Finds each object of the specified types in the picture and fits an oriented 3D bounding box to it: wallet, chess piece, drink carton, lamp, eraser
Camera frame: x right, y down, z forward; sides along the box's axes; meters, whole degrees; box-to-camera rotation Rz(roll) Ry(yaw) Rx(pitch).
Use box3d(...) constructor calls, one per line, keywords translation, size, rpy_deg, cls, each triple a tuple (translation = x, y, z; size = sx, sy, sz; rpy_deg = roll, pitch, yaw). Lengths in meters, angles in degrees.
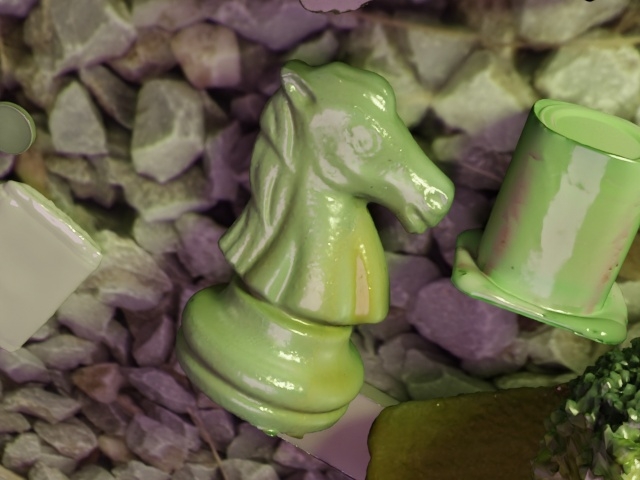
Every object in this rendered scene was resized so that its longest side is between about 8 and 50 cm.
box3d(translation=(-0.301, 0.025, 1.081), size=(0.124, 0.032, 0.183), rpy_deg=(40, 120, -11), cls="wallet")
box3d(translation=(0.000, 0.000, 0.935), size=(0.175, 0.176, 0.298), rpy_deg=(23, 110, 0), cls="chess piece")
box3d(translation=(0.195, -0.025, 0.869), size=(0.146, 0.144, 0.142), rpy_deg=(18, 113, 3), cls="drink carton")
box3d(translation=(-0.360, -0.095, 1.015), size=(0.198, 0.056, 0.050), rpy_deg=(-1, 117, 11), cls="lamp")
box3d(translation=(0.016, 0.176, 1.094), size=(0.150, 0.023, 0.104), rpy_deg=(30, 123, -5), cls="eraser")

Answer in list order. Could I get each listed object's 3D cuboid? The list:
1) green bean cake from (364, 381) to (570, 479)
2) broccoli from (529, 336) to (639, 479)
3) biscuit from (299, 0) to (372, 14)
box3d(translation=(0.162, 0.257, 0.977), size=(0.236, 0.233, 0.124), rpy_deg=(-7, 148, 9), cls="green bean cake")
box3d(translation=(0.289, 0.235, 0.774), size=(0.274, 0.353, 0.397), rpy_deg=(-4, 117, -4), cls="broccoli")
box3d(translation=(-0.017, -0.321, 0.794), size=(0.099, 0.038, 0.323), rpy_deg=(-12, 117, 16), cls="biscuit")
